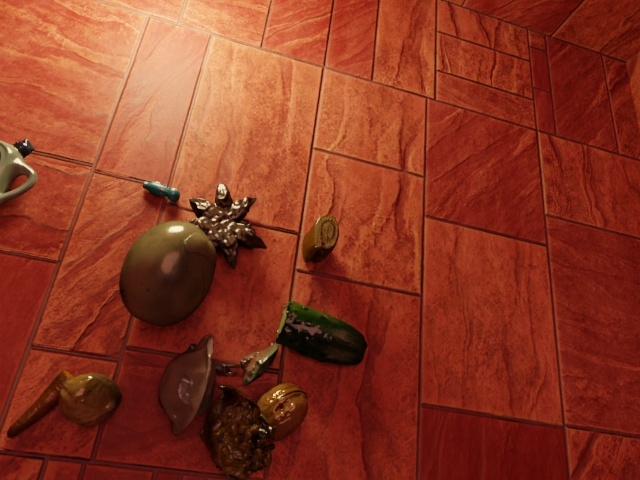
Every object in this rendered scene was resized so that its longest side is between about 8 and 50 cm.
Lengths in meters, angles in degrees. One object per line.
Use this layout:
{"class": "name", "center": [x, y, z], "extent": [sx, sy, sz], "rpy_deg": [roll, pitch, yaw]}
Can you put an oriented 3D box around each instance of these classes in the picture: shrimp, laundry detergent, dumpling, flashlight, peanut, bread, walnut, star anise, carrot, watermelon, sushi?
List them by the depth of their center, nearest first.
{"class": "carrot", "center": [-0.771, 0.457, 1.348], "extent": [0.061, 0.061, 0.210], "rpy_deg": [41, 67, 3]}
{"class": "peanut", "center": [-0.639, 0.437, 1.353], "extent": [0.159, 0.109, 0.141], "rpy_deg": [48, 52, -26]}
{"class": "sushi", "center": [-0.236, 0.542, 1.381], "extent": [0.166, 0.179, 0.296], "rpy_deg": [7, 90, -31]}
{"class": "dumpling", "center": [-0.383, 0.405, 1.402], "extent": [0.163, 0.204, 0.293], "rpy_deg": [16, 74, 4]}
{"class": "walnut", "center": [-0.118, 0.512, 1.476], "extent": [0.180, 0.144, 0.144], "rpy_deg": [-33, 80, -19]}
{"class": "shrimp", "center": [-0.295, 0.405, 1.525], "extent": [0.092, 0.029, 0.038], "rpy_deg": [2, 68, -21]}
{"class": "laundry detergent", "center": [-1.012, -0.213, 1.529], "extent": [0.215, 0.105, 0.280], "rpy_deg": [43, 61, 4]}
{"class": "watermelon", "center": [-0.182, 0.375, 1.545], "extent": [0.155, 0.101, 0.080], "rpy_deg": [-20, 67, -39]}
{"class": "star anise", "center": [-0.317, -0.049, 1.667], "extent": [0.315, 0.108, 0.315], "rpy_deg": [4, 63, -8]}
{"class": "flashlight", "center": [-0.547, -0.170, 1.684], "extent": [0.129, 0.051, 0.051], "rpy_deg": [17, 64, -6]}
{"class": "bread", "center": [0.000, 0.000, 1.706], "extent": [0.103, 0.172, 0.132], "rpy_deg": [11, 66, -12]}

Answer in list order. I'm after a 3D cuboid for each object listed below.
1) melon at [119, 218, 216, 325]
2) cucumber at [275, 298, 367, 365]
{"class": "melon", "center": [-0.456, 0.089, 1.475], "extent": [0.268, 0.268, 0.330], "rpy_deg": [22, 81, -7]}
{"class": "cucumber", "center": [0.017, 0.317, 1.610], "extent": [0.325, 0.105, 0.145], "rpy_deg": [25, 46, -9]}
